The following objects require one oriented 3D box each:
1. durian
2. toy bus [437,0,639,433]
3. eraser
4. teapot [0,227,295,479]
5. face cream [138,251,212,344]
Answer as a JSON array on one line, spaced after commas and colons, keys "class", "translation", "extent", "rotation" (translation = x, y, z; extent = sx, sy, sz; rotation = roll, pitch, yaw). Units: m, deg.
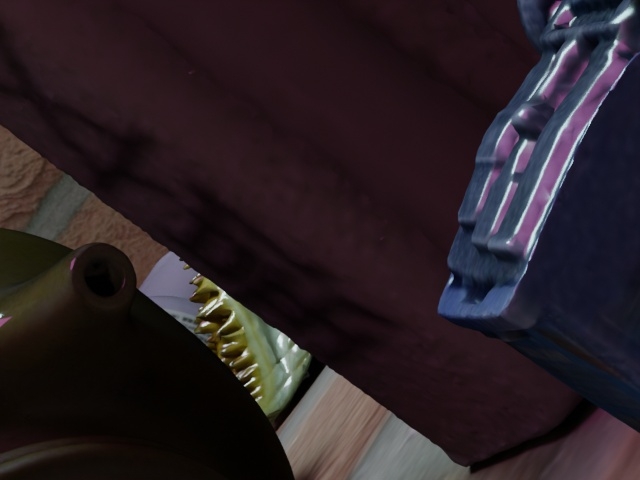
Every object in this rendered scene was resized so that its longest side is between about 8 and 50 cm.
[{"class": "durian", "translation": [0.000, 0.000, 1.100], "extent": [0.139, 0.144, 0.252], "rotation": [17, 56, 45]}, {"class": "toy bus", "translation": [0.113, -0.068, 0.352], "extent": [0.236, 0.094, 0.079], "rotation": [-54, 11, -5]}, {"class": "eraser", "translation": [-0.017, -0.148, 0.589], "extent": [0.272, 0.359, 0.122], "rotation": [-53, 4, -22]}, {"class": "teapot", "translation": [-0.090, 0.118, 0.570], "extent": [0.175, 0.185, 0.268], "rotation": [38, 124, 57]}, {"class": "face cream", "translation": [-0.106, 0.111, 1.131], "extent": [0.154, 0.096, 0.274], "rotation": [-5, 31, 26]}]
